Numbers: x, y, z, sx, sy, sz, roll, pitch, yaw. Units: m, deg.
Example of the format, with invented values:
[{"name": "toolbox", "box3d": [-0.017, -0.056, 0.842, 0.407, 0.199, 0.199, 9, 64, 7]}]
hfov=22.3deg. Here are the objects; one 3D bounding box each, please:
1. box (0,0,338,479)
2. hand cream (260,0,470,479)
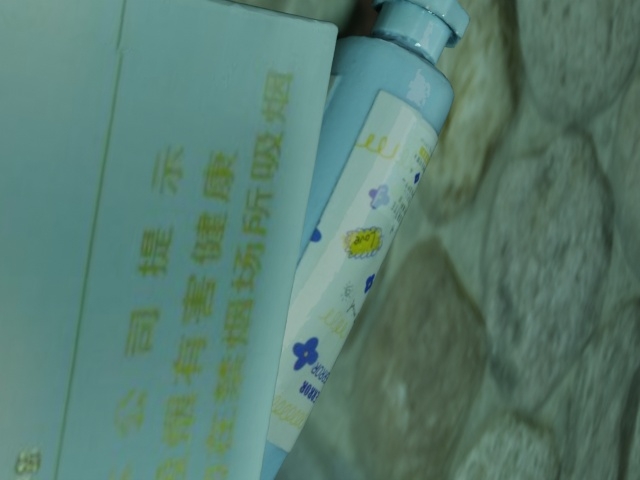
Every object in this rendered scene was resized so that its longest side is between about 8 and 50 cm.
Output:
[{"name": "box", "box3d": [-0.093, 0.014, 0.321, 0.243, 0.067, 0.155, -3, 102, -59]}, {"name": "hand cream", "box3d": [0.000, 0.000, 0.497, 0.065, 0.043, 0.171, 43, 67, -57]}]
